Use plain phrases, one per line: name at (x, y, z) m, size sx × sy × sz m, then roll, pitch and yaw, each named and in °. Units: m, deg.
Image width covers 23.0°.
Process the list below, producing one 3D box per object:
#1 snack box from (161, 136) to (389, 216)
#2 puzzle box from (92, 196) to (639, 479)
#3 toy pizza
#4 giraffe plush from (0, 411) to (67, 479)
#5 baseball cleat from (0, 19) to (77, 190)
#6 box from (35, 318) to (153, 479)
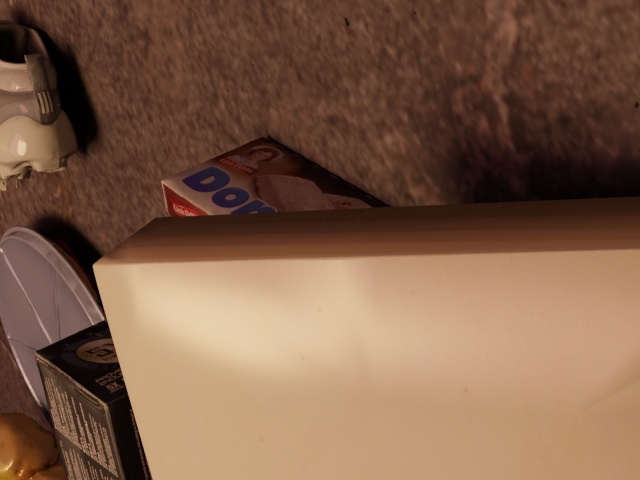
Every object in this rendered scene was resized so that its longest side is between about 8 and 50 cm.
snack box at (0.000, 0.000, 0.731) m, size 0.178 × 0.064 × 0.022 m, roll 32°, pitch 139°, yaw 45°
puzzle box at (0.082, 0.180, 0.620) m, size 0.272 × 0.052 × 0.409 m, roll -2°, pitch 113°, yaw 28°
toy pizza at (-0.171, 0.080, 1.115) m, size 0.201 × 0.032 × 0.201 m, roll 39°, pitch 143°, yaw 38°
giraffe plush at (-0.233, 0.238, 1.225) m, size 0.181 × 0.170 × 0.210 m, roll 41°, pitch 101°, yaw 28°
baseball cleat at (-0.214, -0.087, 1.041) m, size 0.206 × 0.072 × 0.109 m, roll -3°, pitch 95°, yaw 55°
box at (-0.049, 0.117, 0.818) m, size 0.077 × 0.147 × 0.180 m, roll 25°, pitch 133°, yaw 50°
